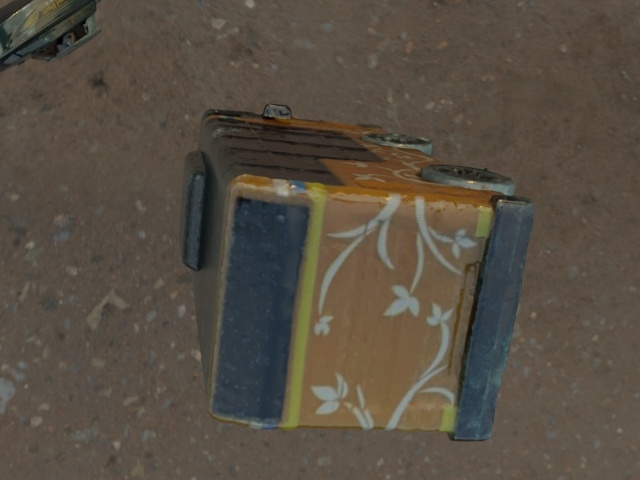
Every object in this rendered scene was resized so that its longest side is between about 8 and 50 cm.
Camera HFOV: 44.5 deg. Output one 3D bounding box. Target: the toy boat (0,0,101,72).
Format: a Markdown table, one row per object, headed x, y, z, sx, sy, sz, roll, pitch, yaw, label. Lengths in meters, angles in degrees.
| x | y | z | sx | sy | sz | roll | pitch | yaw | label |
| --- | --- | --- | --- | --- | --- | --- | --- | --- | --- |
| -0.216 | -0.160 | 0.593 | 0.055 | 0.141 | 0.060 | -15 | 119 | 41 | toy boat |

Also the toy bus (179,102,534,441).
| x | y | z | sx | sy | sz | roll | pitch | yaw | label |
| --- | --- | --- | --- | --- | --- | --- | --- | --- | --- |
| 0.000 | 0.000 | 0.569 | 0.194 | 0.323 | 0.162 | 3 | 105 | -13 | toy bus |
